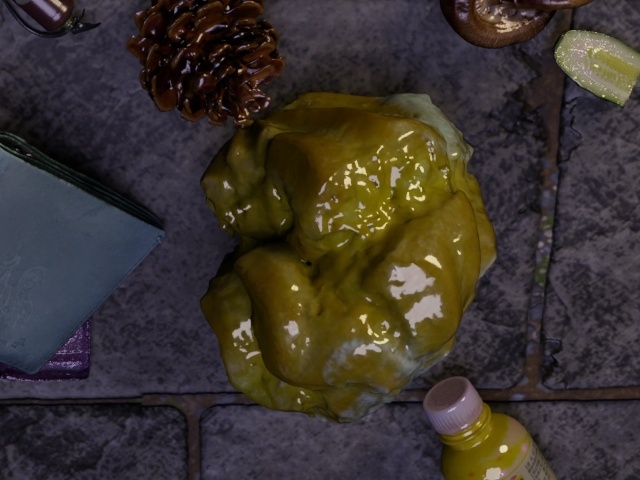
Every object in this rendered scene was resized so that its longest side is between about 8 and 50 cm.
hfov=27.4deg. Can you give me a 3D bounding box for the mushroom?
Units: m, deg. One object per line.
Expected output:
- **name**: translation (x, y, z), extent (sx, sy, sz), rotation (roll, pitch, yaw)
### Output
- **mushroom**: translation (0.211, -0.270, 1.399), extent (0.170, 0.080, 0.135), rotation (4, 128, -6)

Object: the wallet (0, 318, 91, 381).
- **wallet**: translation (-0.331, 0.095, 1.571), extent (0.111, 0.030, 0.166), rotation (3, 116, -5)

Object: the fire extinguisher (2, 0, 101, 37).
- **fire extinguisher**: translation (-0.313, -0.264, 1.391), extent (0.157, 0.045, 0.078), rotation (40, 136, -21)

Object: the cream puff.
- **cream puff**: translation (0.000, 0.000, 1.392), extent (0.275, 0.378, 0.378), rotation (33, 110, -17)

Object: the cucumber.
- **cucumber**: translation (0.305, -0.198, 1.463), extent (0.107, 0.035, 0.067), rotation (27, 94, -14)

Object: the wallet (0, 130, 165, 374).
- **wallet**: translation (-0.343, 0.020, 1.446), extent (0.251, 0.054, 0.290), rotation (-43, 143, 10)

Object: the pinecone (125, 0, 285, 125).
- **pinecone**: translation (-0.113, -0.193, 1.371), extent (0.173, 0.173, 0.174), rotation (-1, 116, -3)

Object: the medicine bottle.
- **medicine bottle**: translation (0.206, 0.268, 1.638), extent (0.121, 0.122, 0.212), rotation (-29, 114, 11)
